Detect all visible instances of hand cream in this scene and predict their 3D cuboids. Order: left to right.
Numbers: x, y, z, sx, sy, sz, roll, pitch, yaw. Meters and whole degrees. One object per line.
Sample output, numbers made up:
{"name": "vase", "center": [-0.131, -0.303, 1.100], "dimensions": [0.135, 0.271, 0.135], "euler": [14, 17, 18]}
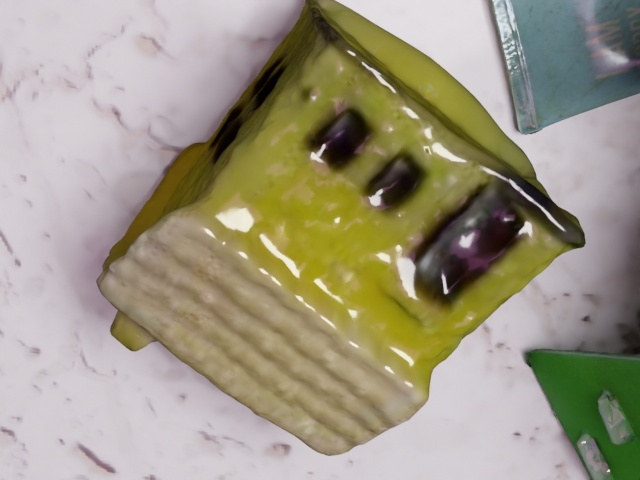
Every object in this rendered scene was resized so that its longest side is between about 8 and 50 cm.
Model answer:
{"name": "hand cream", "center": [0.262, -0.159, 0.814], "dimensions": [0.312, 0.070, 0.111], "euler": [-17, 109, 1]}

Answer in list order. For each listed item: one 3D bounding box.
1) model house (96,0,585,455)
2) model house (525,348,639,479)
{"name": "model house", "center": [0.000, 0.000, 0.779], "dimensions": [0.193, 0.175, 0.234], "euler": [38, 107, -16]}
{"name": "model house", "center": [0.356, 0.138, 0.858], "dimensions": [0.313, 0.242, 0.357], "euler": [-31, 97, -22]}
